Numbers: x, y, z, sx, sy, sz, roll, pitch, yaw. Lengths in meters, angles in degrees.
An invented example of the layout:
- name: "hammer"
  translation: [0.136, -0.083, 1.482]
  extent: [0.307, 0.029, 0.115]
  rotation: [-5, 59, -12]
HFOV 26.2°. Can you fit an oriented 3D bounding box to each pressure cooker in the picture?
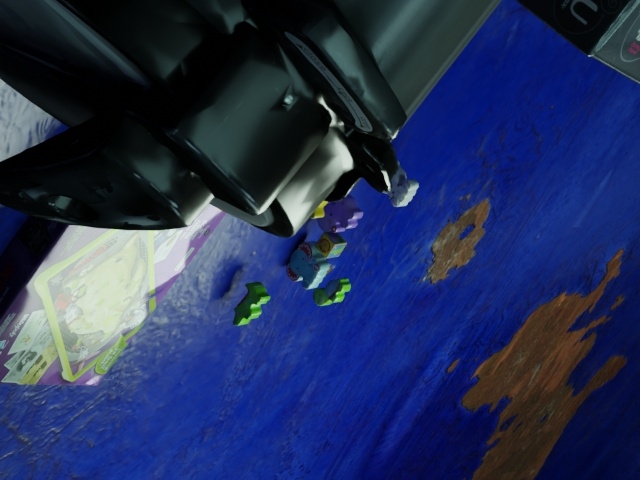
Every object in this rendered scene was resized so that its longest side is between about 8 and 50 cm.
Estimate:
- name: "pressure cooker"
  translation: [-0.067, -0.199, 0.752]
  extent: [0.420, 0.375, 0.370]
  rotation: [-52, -178, -6]

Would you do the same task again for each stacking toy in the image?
- name: "stacking toy"
  translation: [0.000, 0.000, 1.569]
  extent: [0.167, 0.052, 0.221]
  rotation: [-7, 137, -50]

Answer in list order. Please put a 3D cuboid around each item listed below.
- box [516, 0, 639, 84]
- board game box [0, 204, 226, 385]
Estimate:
- name: "box"
  translation: [0.210, -0.277, 1.213]
  extent: [0.143, 0.270, 0.165]
  rotation: [-54, 152, 16]
- name: "board game box"
  translation: [-0.188, -0.005, 1.287]
  extent: [0.347, 0.056, 0.208]
  rotation: [-52, 149, 14]
